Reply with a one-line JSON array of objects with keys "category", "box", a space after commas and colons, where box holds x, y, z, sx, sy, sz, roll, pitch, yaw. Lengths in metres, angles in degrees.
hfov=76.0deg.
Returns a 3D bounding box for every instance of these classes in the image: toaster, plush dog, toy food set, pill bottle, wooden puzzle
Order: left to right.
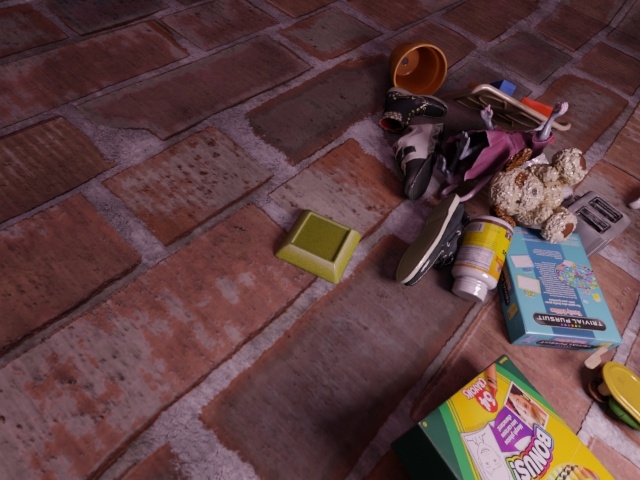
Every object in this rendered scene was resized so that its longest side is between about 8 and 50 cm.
[{"category": "pill bottle", "box": [0.423, 0.050, 1.086, 0.117, 0.117, 0.215, 23, 76, 7]}, {"category": "wooden puzzle", "box": [0.616, -0.462, 1.392, 0.347, 0.080, 0.322, 19, 13, -10]}, {"category": "plush dog", "box": [0.576, -0.138, 1.151, 0.225, 0.210, 0.262, 6, 97, -19]}, {"category": "toaster", "box": [0.815, -0.044, 1.251, 0.168, 0.110, 0.186, -27, 64, -25]}, {"category": "toy food set", "box": [0.705, 0.364, 0.970, 0.128, 0.071, 0.218, -22, 63, -39]}]

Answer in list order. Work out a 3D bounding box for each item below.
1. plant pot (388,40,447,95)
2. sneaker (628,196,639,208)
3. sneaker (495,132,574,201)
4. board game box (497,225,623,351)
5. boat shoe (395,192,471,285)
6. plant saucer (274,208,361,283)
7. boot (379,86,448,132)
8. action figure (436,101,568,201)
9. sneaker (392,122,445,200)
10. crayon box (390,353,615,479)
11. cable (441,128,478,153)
[{"category": "plant pot", "box": [0.353, -0.671, 1.581, 0.205, 0.205, 0.188, -2, 40, -11]}, {"category": "sneaker", "box": [1.152, -0.129, 1.399, 0.212, 0.080, 0.094, -16, 70, -21]}, {"category": "sneaker", "box": [0.695, -0.237, 1.341, 0.305, 0.152, 0.114, 35, 48, 14]}, {"category": "board game box", "box": [0.616, 0.122, 1.116, 0.253, 0.079, 0.336, 7, 54, -5]}, {"category": "boat shoe", "box": [0.324, 0.016, 1.122, 0.113, 0.127, 0.340, 44, 53, -10]}, {"category": "plant saucer", "box": [0.000, 0.000, 1.116, 0.188, 0.045, 0.188, 24, 54, 8]}, {"category": "boot", "box": [0.333, -0.451, 1.481, 0.236, 0.085, 0.179, 19, 58, 3]}, {"category": "action figure", "box": [0.557, -0.263, 1.218, 0.370, 0.276, 0.248, -11, 19, -17]}, {"category": "sneaker", "box": [0.293, -0.258, 1.325, 0.146, 0.122, 0.330, 12, 52, 21]}, {"category": "crayon box", "box": [0.356, 0.422, 0.765, 0.363, 0.106, 0.313, -11, 53, -43]}, {"category": "cable", "box": [0.512, -0.305, 1.395, 0.150, 0.047, 0.184, -34, 50, -3]}]
